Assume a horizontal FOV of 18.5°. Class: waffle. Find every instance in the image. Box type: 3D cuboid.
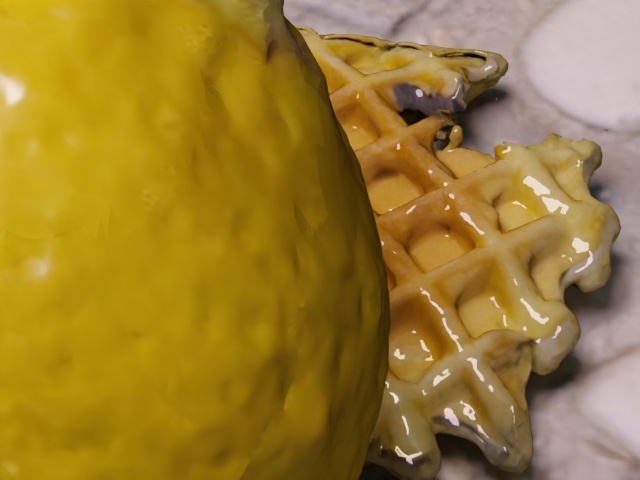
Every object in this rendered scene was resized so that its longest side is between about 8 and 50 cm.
[{"bbox_3d":[0.000,-0.002,0.881,0.261,0.056,0.250,10,53,9],"label":"waffle"}]

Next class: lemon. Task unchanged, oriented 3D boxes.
[{"bbox_3d":[-0.137,0.039,0.684,0.336,0.336,0.336,-2,52,2],"label":"lemon"}]
